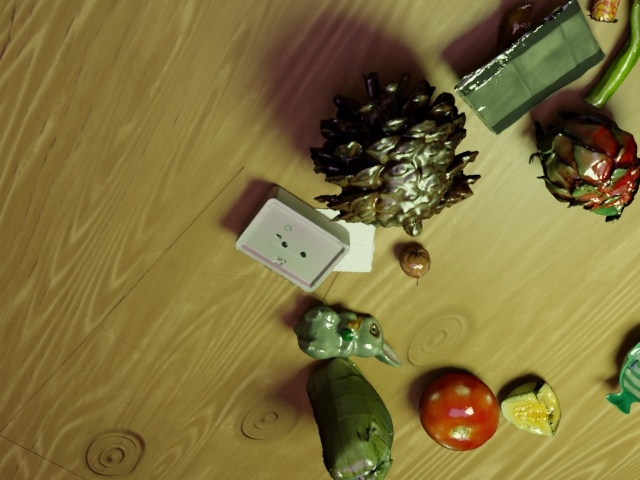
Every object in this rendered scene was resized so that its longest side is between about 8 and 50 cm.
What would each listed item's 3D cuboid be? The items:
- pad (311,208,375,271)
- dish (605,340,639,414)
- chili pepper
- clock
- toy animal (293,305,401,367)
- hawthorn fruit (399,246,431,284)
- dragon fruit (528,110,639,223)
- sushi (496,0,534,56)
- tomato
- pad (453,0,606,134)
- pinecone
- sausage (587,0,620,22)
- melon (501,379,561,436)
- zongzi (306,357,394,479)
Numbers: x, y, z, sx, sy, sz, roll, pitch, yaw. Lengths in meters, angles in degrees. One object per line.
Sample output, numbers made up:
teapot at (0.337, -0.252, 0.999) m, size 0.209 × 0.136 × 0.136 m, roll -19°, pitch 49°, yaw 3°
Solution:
pad at (0.000, 0.000, 1.371) m, size 0.232 × 0.004 × 0.156 m, roll 3°, pitch 122°, yaw 2°
dish at (0.754, 0.284, 1.460) m, size 0.224 × 0.078 × 0.246 m, roll 37°, pitch 117°, yaw -18°
chili pepper at (0.518, -0.317, 1.111) m, size 0.050 × 0.052 × 0.201 m, roll 31°, pitch 125°, yaw 21°
clock at (-0.056, 0.000, 1.333) m, size 0.197 × 0.063 × 0.150 m, roll 32°, pitch 119°, yaw -15°
toy animal at (0.074, 0.219, 1.457) m, size 0.251 × 0.127 × 0.125 m, roll 17°, pitch 111°, yaw -24°
hawthorn fruit at (0.202, 0.062, 1.363) m, size 0.067 × 0.066 × 0.103 m, roll -9°, pitch 124°, yaw 9°
dragon fruit at (0.479, -0.137, 1.159) m, size 0.189 × 0.182 × 0.182 m, roll 19°, pitch 124°, yaw -30°
sushi at (0.336, -0.347, 1.102) m, size 0.060 × 0.061 × 0.118 m, roll -1°, pitch 143°, yaw -6°
tomato at (0.325, 0.401, 1.528) m, size 0.195 × 0.136 × 0.195 m, roll 2°, pitch 125°, yaw 3°
pad at (0.363, -0.288, 1.117) m, size 0.233 × 0.022 × 0.174 m, roll -35°, pitch 139°, yaw 21°
pinecone at (0.119, -0.148, 1.127) m, size 0.299 × 0.242 × 0.295 m, roll -16°, pitch 121°, yaw -10°
sausage at (0.476, -0.428, 1.044) m, size 0.050 × 0.048 × 0.145 m, roll 28°, pitch 128°, yaw 32°
melon at (0.499, 0.389, 1.552) m, size 0.128 × 0.079 × 0.160 m, roll -11°, pitch 124°, yaw 32°
zongzi at (0.114, 0.492, 1.500) m, size 0.160 × 0.323 × 0.360 m, roll -25°, pitch 122°, yaw 9°
